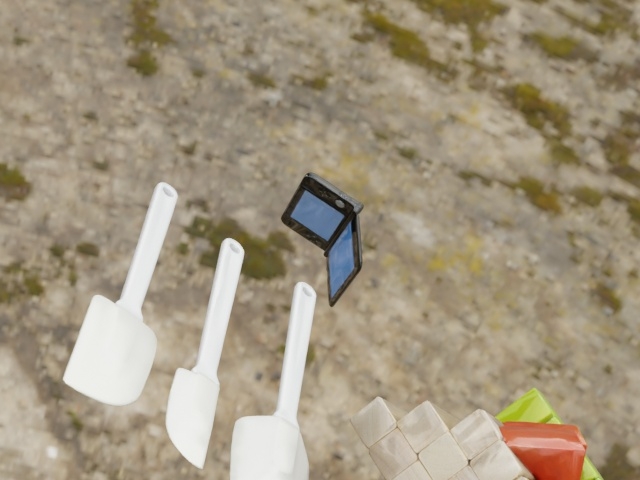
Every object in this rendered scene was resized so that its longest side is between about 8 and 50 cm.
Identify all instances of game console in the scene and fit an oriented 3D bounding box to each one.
[{"bbox_3d":[0.000,0.000,1.518,0.107,0.122,0.071,33,60,0],"label":"game console"}]

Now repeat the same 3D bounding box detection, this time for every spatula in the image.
[{"bbox_3d":[-0.065,0.063,0.844,0.168,0.019,0.242,35,26,-15],"label":"spatula"}]

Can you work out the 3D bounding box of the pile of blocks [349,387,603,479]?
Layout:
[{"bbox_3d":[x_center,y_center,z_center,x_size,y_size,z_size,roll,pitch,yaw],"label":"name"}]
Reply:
[{"bbox_3d":[0.165,0.176,0.799,0.362,0.112,0.149,46,10,-36],"label":"pile of blocks"}]
